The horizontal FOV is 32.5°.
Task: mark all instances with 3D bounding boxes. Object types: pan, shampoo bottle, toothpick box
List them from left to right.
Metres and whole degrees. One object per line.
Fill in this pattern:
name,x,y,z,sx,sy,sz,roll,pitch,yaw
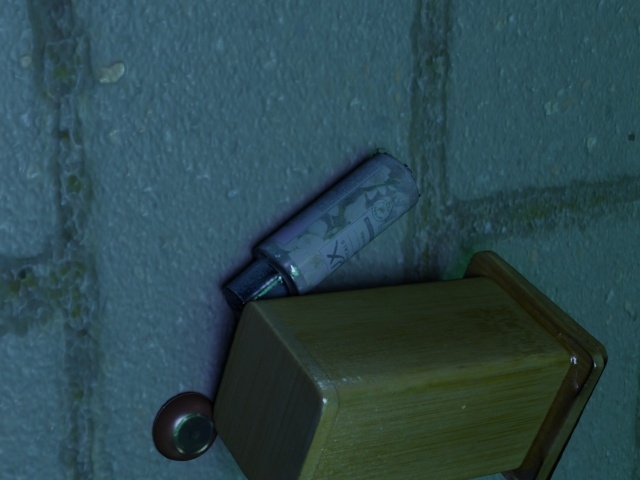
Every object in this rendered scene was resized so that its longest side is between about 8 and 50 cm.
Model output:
pan,-0.104,0.169,1.042,0.115,0.023,0.068,-25,115,-29
shampoo bottle,0.000,0.000,1.045,0.214,0.072,0.072,-39,122,-22
toothpick box,0.076,0.140,1.035,0.308,0.190,0.187,-4,127,-35
